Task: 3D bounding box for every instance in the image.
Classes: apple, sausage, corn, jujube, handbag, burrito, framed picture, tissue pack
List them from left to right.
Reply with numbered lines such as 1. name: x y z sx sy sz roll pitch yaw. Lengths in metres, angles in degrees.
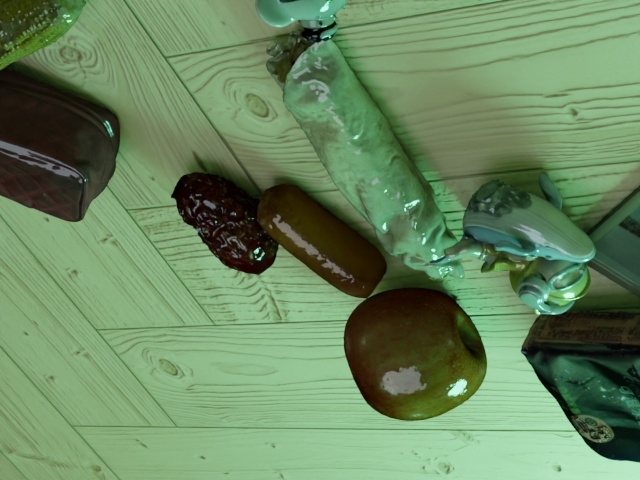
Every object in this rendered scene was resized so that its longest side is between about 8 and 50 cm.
1. corn: -0.401 -0.261 2.119 0.288 0.086 0.086 -15 128 42
2. handbag: -0.382 -0.129 2.236 0.225 0.135 0.146 20 144 3
3. jujube: -0.122 -0.026 2.225 0.166 0.104 0.104 41 143 -16
4. sausage: 0.000 0.000 2.197 0.197 0.076 0.076 38 144 -15
5. burrito: 0.056 -0.095 2.043 0.117 0.076 0.392 0 135 43
6. apple: 0.123 0.147 2.225 0.168 0.181 0.181 -26 121 26
7. tissue pack: 0.436 0.187 2.087 0.332 0.123 0.245 1 141 42
8. framed picture: 0.466 0.040 1.992 0.289 0.016 0.213 32 145 -6

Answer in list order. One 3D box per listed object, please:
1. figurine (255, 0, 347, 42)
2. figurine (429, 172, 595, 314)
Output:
1. figurine: -0.017 -0.302 1.784 0.126 0.147 0.192 15 128 48
2. figurine: 0.236 0.006 2.006 0.208 0.128 0.184 4 137 45
